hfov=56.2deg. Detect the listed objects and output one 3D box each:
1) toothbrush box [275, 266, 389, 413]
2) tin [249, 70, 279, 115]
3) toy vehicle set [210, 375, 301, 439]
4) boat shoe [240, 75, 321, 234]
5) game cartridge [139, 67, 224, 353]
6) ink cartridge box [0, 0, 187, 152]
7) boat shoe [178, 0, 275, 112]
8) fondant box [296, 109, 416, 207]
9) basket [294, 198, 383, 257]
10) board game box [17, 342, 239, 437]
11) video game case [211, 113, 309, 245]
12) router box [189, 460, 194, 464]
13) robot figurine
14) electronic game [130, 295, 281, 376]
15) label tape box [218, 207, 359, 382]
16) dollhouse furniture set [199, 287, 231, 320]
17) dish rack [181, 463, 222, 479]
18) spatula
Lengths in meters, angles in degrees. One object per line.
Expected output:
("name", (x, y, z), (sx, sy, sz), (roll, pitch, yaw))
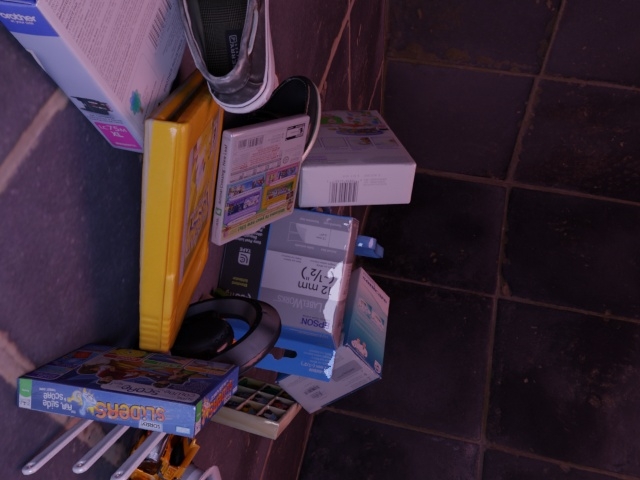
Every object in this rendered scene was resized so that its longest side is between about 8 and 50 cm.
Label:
("toothbrush box", (0.037, 0.231, 1.435), (0.126, 0.216, 0.296), (47, 27, -19))
("tin", (-0.115, -0.267, 1.257), (0.106, 0.040, 0.190), (-62, 160, -48))
("toy vehicle set", (-0.142, 0.369, 1.350), (0.267, 0.165, 0.035), (7, 96, -80))
("boat shoe", (-0.104, -0.182, 1.122), (0.340, 0.127, 0.113), (-61, 155, -11))
("game cartridge", (-0.184, -0.048, 0.822), (0.285, 0.052, 0.324), (-87, -175, -62))
("ink cartridge box", (-0.223, -0.242, 0.606), (0.311, 0.065, 0.186), (79, 22, -71))
("boat shoe", (-0.115, -0.327, 0.720), (0.119, 0.121, 0.336), (54, 23, -83))
("fondant box", (0.047, -0.193, 1.335), (0.330, 0.238, 0.096), (-108, -162, -56))
("basket", (0.000, 0.000, 1.420), (0.255, 0.288, 0.201), (37, 58, -75))
("board game box", (-0.209, 0.163, 0.678), (0.136, 0.201, 0.035), (-26, 122, -77))
("video game case", (-0.100, -0.109, 1.022), (0.212, 0.023, 0.194), (-29, 137, -52))
("router box", (-0.273, 0.460, 1.078), (0.092, 0.038, 0.123), (60, 41, -74))
("robot figurine", (-0.217, 0.265, 0.909), (0.211, 0.085, 0.291), (-58, -170, 32))
("electronic game", (-0.166, 0.144, 0.847), (0.229, 0.229, 0.048), (-60, 140, -62))
("label tape box", (-0.075, 0.105, 1.227), (0.115, 0.249, 0.348), (16, 84, -80))
("dollhouse furniture set", (-0.219, 0.150, 1.120), (0.151, 0.058, 0.076), (-41, 151, -44))
("dish rack", (-0.264, 0.521, 0.932), (0.333, 0.072, 0.286), (-57, 160, -36))
("spatula", (-0.234, 0.220, 0.744), (0.242, 0.168, 0.019), (-45, 130, -65))
